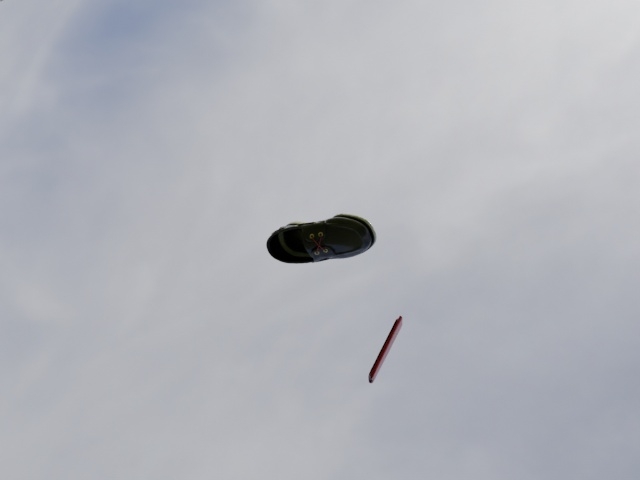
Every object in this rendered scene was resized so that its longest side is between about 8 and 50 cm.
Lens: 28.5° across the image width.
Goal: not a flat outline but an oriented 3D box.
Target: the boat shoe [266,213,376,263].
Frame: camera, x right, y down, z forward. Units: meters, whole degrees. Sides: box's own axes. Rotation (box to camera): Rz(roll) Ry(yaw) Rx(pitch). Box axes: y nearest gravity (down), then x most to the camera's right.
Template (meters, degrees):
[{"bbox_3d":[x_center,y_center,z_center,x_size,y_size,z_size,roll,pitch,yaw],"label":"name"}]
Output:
[{"bbox_3d":[0.001,0.002,1.312,0.133,0.049,0.042,-4,-159,42],"label":"boat shoe"}]

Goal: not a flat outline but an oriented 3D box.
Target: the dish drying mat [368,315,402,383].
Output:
[{"bbox_3d":[0.077,0.130,1.505,0.008,0.032,0.083,23,-111,13],"label":"dish drying mat"}]
